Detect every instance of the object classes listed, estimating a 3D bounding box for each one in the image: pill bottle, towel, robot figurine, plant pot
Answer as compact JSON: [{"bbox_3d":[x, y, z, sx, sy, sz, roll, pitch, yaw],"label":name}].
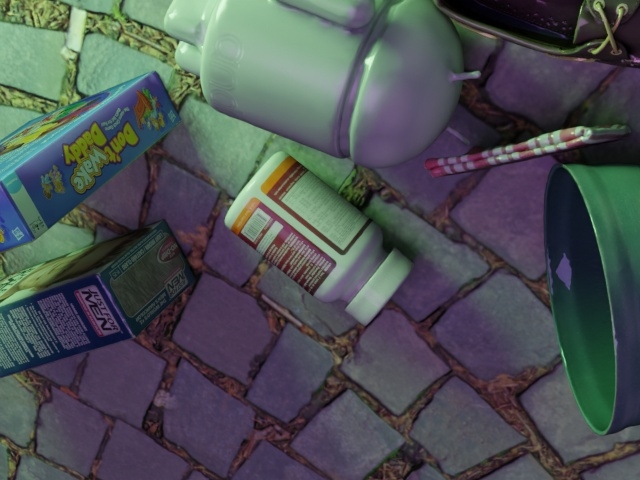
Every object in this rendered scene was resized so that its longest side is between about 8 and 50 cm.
[{"bbox_3d":[0.000,0.000,1.562,0.221,0.121,0.121,39,126,1],"label":"pill bottle"},{"bbox_3d":[0.229,-0.104,1.388,0.197,0.144,0.029,-11,91,30],"label":"towel"},{"bbox_3d":[0.007,-0.202,1.398,0.353,0.199,0.300,21,164,14],"label":"robot figurine"},{"bbox_3d":[0.368,0.049,1.344,0.196,0.293,0.293,-8,116,-1],"label":"plant pot"}]

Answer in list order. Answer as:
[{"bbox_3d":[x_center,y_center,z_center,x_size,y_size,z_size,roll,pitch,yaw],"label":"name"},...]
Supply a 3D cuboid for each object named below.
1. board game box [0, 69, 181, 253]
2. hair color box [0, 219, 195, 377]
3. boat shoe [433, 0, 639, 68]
[{"bbox_3d":[-0.355,-0.081,1.545,0.233,0.347,0.078,-16,109,32],"label":"board game box"},{"bbox_3d":[-0.364,0.092,1.753,0.347,0.174,0.105,-17,107,31],"label":"hair color box"},{"bbox_3d":[0.274,-0.236,1.304,0.324,0.096,0.116,20,130,18],"label":"boat shoe"}]
